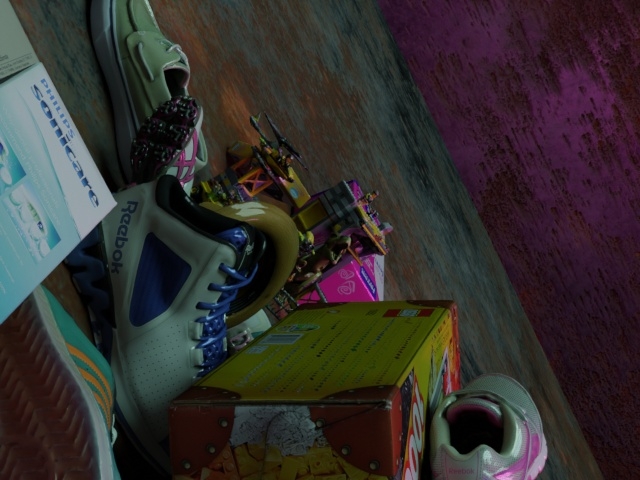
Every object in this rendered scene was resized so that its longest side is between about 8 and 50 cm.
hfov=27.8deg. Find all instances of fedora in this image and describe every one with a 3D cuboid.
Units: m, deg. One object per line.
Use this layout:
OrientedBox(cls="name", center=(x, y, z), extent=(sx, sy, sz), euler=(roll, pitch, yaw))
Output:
OrientedBox(cls="fedora", center=(-0.117, 0.018, 1.462), extent=(0.079, 0.194, 0.194), euler=(49, 3, 36))

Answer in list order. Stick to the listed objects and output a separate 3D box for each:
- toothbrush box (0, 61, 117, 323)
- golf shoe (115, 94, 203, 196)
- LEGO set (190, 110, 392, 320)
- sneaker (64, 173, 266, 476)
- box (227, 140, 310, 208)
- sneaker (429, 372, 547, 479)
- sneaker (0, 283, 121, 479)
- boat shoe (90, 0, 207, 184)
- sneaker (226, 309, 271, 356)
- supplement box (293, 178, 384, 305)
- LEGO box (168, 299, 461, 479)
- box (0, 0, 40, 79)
OrientedBox(cls="toothbrush box", center=(-0.292, 0.008, 0.834), extent=(0.126, 0.216, 0.295), euler=(64, 17, -16))
OrientedBox(cls="golf shoe", center=(-0.175, -0.072, 1.441), extent=(0.186, 0.067, 0.086), euler=(-68, 152, -11))
OrientedBox(cls="LEGO set", center=(0.000, 0.000, 1.674), extent=(0.331, 0.192, 0.255), euler=(52, 6, -36))
OrientedBox(cls="sneaker", center=(-0.132, 0.069, 1.296), extent=(0.315, 0.182, 0.127), euler=(68, 19, 1))
OrientedBox(cls="box", center=(-0.078, -0.095, 1.818), extent=(0.136, 0.028, 0.081), euler=(20, -30, 51))
OrientedBox(cls="sneaker", center=(0.158, 0.183, 1.208), extent=(0.252, 0.103, 0.111), euler=(-67, 153, -65))
OrientedBox(cls="sneaker", center=(-0.204, 0.147, 1.039), extent=(0.121, 0.108, 0.302), euler=(45, 14, -50))
OrientedBox(cls="boat shoe", center=(-0.200, -0.194, 1.554), extent=(0.109, 0.094, 0.302), euler=(31, 40, -63))
OrientedBox(cls="sneaker", center=(-0.081, 0.138, 1.575), extent=(0.075, 0.057, 0.161), euler=(-96, 161, -55))
OrientedBox(cls="supplement box", center=(0.025, 0.025, 1.941), extent=(0.111, 0.114, 0.220), euler=(59, 21, -31))
OrientedBox(cls="LEGO box", center=(0.026, 0.281, 1.280), extent=(0.500, 0.193, 0.372), euler=(-31, 118, -76))
OrientedBox(cls="box", center=(-0.338, -0.198, 1.145), extent=(0.275, 0.094, 0.113), euler=(65, 17, -10))
